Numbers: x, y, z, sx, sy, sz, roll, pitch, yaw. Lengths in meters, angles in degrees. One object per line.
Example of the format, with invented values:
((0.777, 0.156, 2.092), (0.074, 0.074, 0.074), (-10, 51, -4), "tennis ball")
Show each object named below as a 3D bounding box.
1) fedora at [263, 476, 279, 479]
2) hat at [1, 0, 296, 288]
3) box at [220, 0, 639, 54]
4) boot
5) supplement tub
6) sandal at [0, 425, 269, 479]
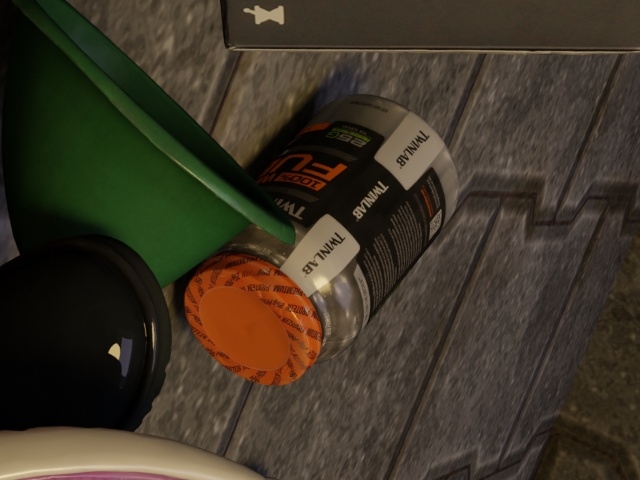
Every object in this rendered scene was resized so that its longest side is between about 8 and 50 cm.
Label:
((-0.063, 0.311, 1.486), (0.275, 0.124, 0.244), (-44, 151, -49), "fedora")
((-0.127, 0.010, 0.895), (0.183, 0.208, 0.173), (-47, 174, 5), "hat")
((0.048, -0.291, 0.734), (0.343, 0.179, 0.312), (88, 4, -58), "box")
((-0.191, 0.097, 0.787), (0.246, 0.094, 0.207), (-36, 174, 21), "boot")
((0.000, 0.000, 1.279), (0.190, 0.117, 0.117), (-50, 156, -41), "supplement tub")
((-0.181, 0.160, 0.675), (0.416, 0.102, 0.169), (0, 121, -30), "sandal")
